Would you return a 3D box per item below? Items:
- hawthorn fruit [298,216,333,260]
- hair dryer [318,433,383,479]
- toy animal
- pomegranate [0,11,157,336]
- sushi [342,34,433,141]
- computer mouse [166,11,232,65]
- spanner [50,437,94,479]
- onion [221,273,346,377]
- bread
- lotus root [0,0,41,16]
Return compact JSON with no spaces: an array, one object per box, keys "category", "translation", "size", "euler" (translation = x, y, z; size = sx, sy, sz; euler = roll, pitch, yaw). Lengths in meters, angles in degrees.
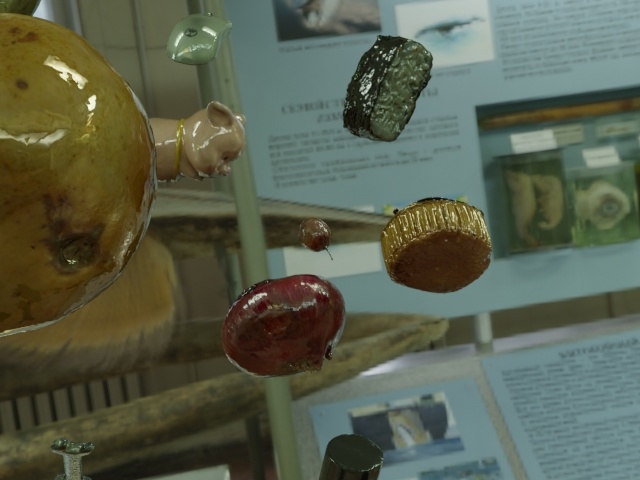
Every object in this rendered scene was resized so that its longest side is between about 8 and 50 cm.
[{"category":"hawthorn fruit","translation":[0.000,0.000,1.684],"size":[0.067,0.066,0.103],"euler":[-13,46,-46]},{"category":"hair dryer","translation":[0.106,0.553,1.601],"size":[0.116,0.244,0.302],"euler":[-12,32,-39]},{"category":"toy animal","translation":[-0.265,-0.179,1.626],"size":[0.248,0.149,0.165],"euler":[-16,10,6]},{"category":"pomegranate","translation":[-0.419,-0.084,1.048],"size":[0.417,0.416,0.416],"euler":[-8,5,1]},{"category":"sushi","translation":[0.131,-0.317,1.740],"size":[0.124,0.225,0.127],"euler":[24,2,-41]},{"category":"computer mouse","translation":[-0.211,-0.372,1.490],"size":[0.089,0.056,0.181],"euler":[16,38,4]},{"category":"spanner","translation":[-0.330,0.300,1.113],"size":[0.054,0.015,0.254],"euler":[7,-28,-12]},{"category":"onion","translation":[-0.064,0.168,1.591],"size":[0.248,0.248,0.161],"euler":[-9,27,-14]},{"category":"bread","translation":[0.208,0.017,1.493],"size":[0.199,0.104,0.199],"euler":[-6,-39,-5]},{"category":"lotus root","translation":[-0.497,-0.355,1.292],"size":[0.183,0.090,0.077],"euler":[-49,17,22]}]
